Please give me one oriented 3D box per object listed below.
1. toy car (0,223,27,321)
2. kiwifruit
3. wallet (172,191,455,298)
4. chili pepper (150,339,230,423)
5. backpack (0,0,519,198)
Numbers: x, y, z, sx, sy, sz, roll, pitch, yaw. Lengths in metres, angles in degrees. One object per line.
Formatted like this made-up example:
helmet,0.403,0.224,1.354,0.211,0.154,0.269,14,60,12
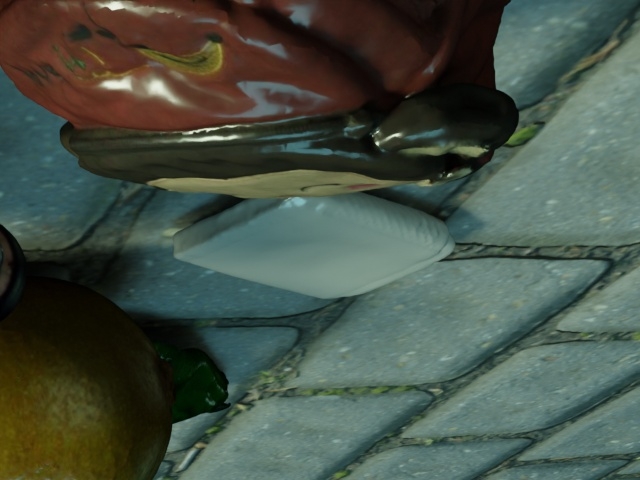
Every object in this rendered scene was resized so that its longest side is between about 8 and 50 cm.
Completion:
toy car,-0.274,0.041,0.680,0.212,0.270,0.180,8,163,5
kiwifruit,-0.211,0.117,0.947,0.234,0.196,0.196,-10,158,-9
wallet,0.000,0.000,0.964,0.124,0.032,0.183,-26,155,33
chili pepper,-0.131,0.117,1.153,0.098,0.061,0.224,-22,154,9
backpack,-0.033,-0.093,0.598,0.229,0.139,0.229,4,170,1
